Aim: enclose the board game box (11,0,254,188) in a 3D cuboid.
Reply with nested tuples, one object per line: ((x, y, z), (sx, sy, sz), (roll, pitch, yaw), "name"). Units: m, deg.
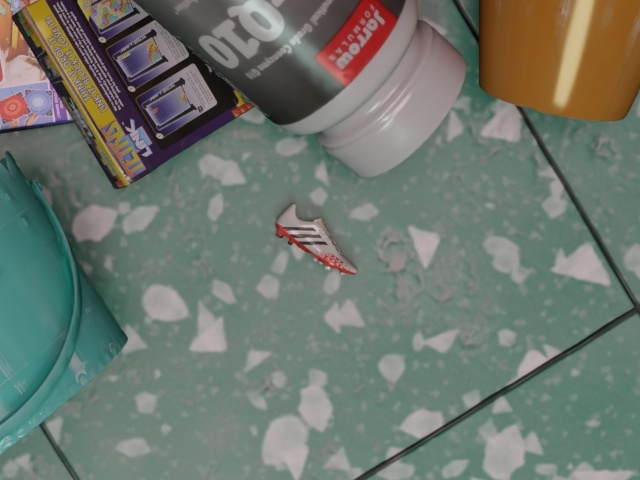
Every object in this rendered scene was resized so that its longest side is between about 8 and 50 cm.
((-0.153, -0.151, 1.482), (0.141, 0.048, 0.170), (-33, 100, -19), "board game box")

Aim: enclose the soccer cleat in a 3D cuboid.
((0.000, 0.000, 1.533), (0.083, 0.029, 0.035), (32, 93, 1), "soccer cleat")

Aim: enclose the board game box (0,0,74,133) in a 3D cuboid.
((-0.251, -0.196, 1.509), (0.136, 0.035, 0.201), (-8, 92, -3), "board game box")

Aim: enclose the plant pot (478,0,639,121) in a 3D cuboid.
((0.213, -0.205, 1.470), (0.205, 0.205, 0.188), (10, 107, -4), "plant pot")

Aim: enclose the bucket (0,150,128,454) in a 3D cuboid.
((-0.301, 0.081, 1.405), (0.281, 0.281, 0.183), (-39, 96, -2), "bucket")

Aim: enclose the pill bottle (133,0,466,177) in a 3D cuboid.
((-0.024, -0.189, 1.431), (0.283, 0.161, 0.161), (40, 89, -22), "pill bottle")
